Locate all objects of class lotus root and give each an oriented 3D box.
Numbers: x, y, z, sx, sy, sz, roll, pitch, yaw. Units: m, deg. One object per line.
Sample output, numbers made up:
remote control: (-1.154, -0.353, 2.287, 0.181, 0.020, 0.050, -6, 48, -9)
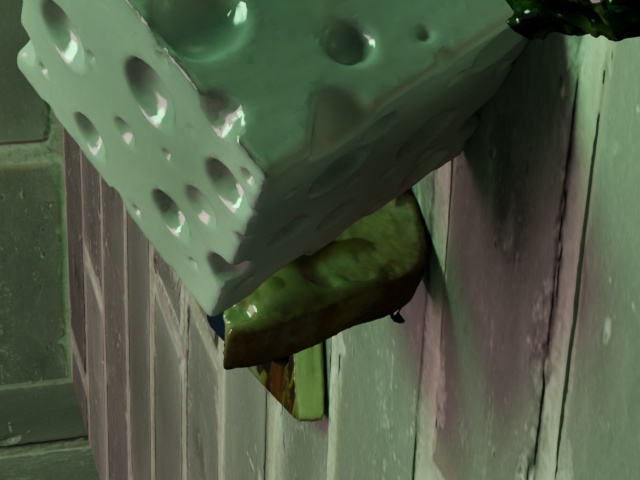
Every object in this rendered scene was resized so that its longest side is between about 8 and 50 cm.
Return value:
lotus root: (0.000, 0.000, 1.461, 0.260, 0.170, 0.074, -96, 17, -47)

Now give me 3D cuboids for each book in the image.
book: (-0.072, -0.003, 1.992, 0.428, 0.039, 0.300, -146, 52, -71)

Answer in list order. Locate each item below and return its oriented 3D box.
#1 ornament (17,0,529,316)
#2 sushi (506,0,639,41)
ornament: (-0.035, -0.140, 1.232, 0.239, 0.240, 0.240, 51, 157, 12)
sushi: (0.151, -0.161, 0.887, 0.225, 0.127, 0.124, -149, 54, -75)
